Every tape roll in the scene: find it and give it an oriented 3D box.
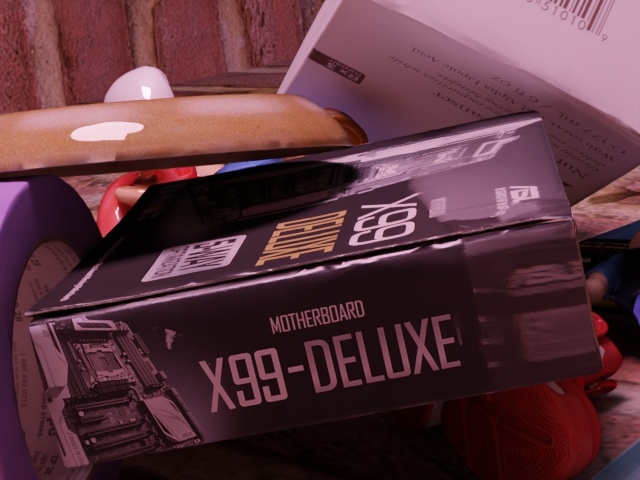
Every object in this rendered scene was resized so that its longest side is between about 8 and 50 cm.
[{"bbox_3d":[-0.163,0.063,0.823,0.080,0.189,0.189,-4,12,11],"label":"tape roll"}]

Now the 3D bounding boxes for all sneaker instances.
[{"bbox_3d":[0.122,0.067,0.896,0.128,0.087,0.221,-12,14,-18],"label":"sneaker"}]

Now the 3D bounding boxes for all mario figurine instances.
[{"bbox_3d":[-0.046,-0.039,1.225,0.170,0.198,0.320,-10,5,-35],"label":"mario figurine"}]

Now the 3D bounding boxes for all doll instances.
[{"bbox_3d":[0.223,0.038,1.007,0.129,0.046,0.189,8,19,-7],"label":"doll"}]

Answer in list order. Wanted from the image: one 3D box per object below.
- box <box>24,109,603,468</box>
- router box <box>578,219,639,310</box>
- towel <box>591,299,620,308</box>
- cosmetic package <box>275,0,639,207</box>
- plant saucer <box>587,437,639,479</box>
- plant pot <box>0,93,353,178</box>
[{"bbox_3d":[0.008,0.012,0.854,0.242,0.077,0.307,-11,11,8],"label":"box"},{"bbox_3d":[0.276,0.016,1.143,0.133,0.046,0.179,-18,15,-43],"label":"router box"},{"bbox_3d":[0.107,0.038,1.049,0.237,0.021,0.102,2,1,-36],"label":"towel"},{"bbox_3d":[0.101,-0.123,1.156,0.217,0.156,0.385,28,-16,-3],"label":"cosmetic package"},{"bbox_3d":[0.189,0.108,0.826,0.067,0.018,0.192,1,13,34],"label":"plant saucer"},{"bbox_3d":[-0.101,-0.054,0.897,0.236,0.032,0.236,-6,1,0],"label":"plant pot"}]
